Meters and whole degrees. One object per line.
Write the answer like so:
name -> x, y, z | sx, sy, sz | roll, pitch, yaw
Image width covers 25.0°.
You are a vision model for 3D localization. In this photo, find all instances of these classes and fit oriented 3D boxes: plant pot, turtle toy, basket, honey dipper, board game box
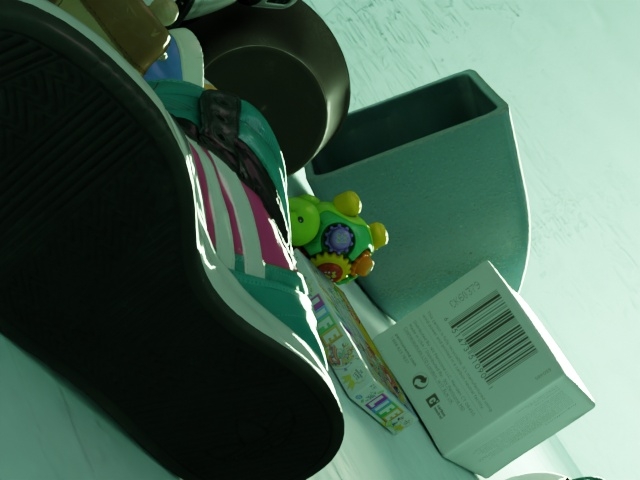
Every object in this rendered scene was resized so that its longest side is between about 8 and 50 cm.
plant pot -> 0.132, -0.035, 1.786 | 0.247, 0.247, 0.252 | -106, 175, -72
turtle toy -> 0.000, 0.000, 1.333 | 0.130, 0.095, 0.066 | 48, 30, -38
basket -> -0.055, -0.144, 1.389 | 0.204, 0.154, 0.227 | 51, 11, -14
honey dipper -> -0.138, -0.144, 0.936 | 0.160, 0.030, 0.030 | 7, -36, 51
board game box -> 0.022, 0.088, 1.259 | 0.154, 0.026, 0.103 | 59, 9, 34

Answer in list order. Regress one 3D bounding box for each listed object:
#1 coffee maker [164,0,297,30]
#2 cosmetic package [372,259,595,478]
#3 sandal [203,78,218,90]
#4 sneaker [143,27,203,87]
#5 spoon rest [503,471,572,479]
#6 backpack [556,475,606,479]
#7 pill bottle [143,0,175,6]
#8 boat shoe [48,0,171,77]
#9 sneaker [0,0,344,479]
coffee maker -> -0.109, -0.277, 1.290 | 0.178, 0.120, 0.171 | -22, 88, -51
cosmetic package -> 0.176, 0.141, 1.526 | 0.151, 0.151, 0.183 | 58, 8, 26
sandal -> -0.076, -0.058, 1.092 | 0.265, 0.076, 0.102 | 56, 7, 13
sneaker -> -0.116, -0.061, 0.956 | 0.058, 0.084, 0.152 | 15, -67, 59
spoon rest -> 0.303, 0.354, 1.650 | 0.276, 0.084, 0.137 | 49, 9, -33
backpack -> 0.085, 0.187, 0.614 | 0.144, 0.166, 0.188 | 55, 10, -7
pill bottle -> -0.200, -0.284, 1.162 | 0.221, 0.121, 0.121 | 56, 7, 10
boat shoe -> -0.157, -0.163, 0.865 | 0.122, 0.120, 0.324 | 49, 9, -41
sneaker -> -0.087, -0.030, 0.653 | 0.295, 0.123, 0.178 | 59, 7, -42
